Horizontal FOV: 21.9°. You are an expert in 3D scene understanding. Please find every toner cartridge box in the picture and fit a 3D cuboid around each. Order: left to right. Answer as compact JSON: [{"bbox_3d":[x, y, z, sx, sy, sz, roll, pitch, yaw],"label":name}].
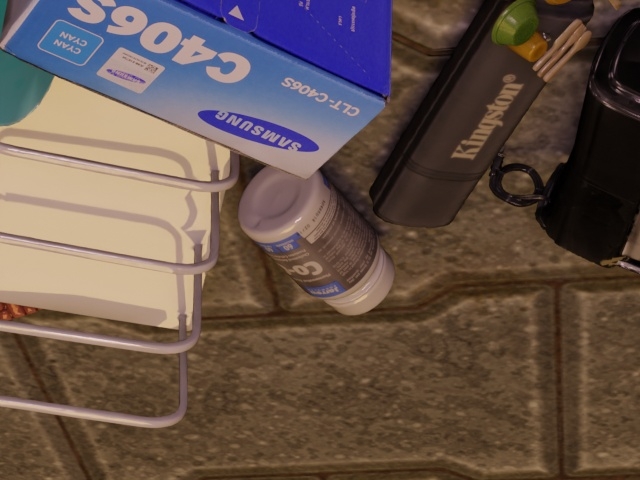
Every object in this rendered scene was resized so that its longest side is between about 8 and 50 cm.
[{"bbox_3d":[-0.048,-0.212,0.823,0.165,0.348,0.075,22,141,-24],"label":"toner cartridge box"}]

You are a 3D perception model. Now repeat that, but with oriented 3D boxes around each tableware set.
[{"bbox_3d":[0.175,-0.177,1.074,0.154,0.024,0.104,-47,153,8],"label":"tableware set"}]

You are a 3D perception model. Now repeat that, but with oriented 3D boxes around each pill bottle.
[{"bbox_3d":[0.000,0.000,1.338,0.078,0.078,0.137,-19,139,25],"label":"pill bottle"}]

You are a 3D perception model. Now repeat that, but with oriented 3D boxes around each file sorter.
[{"bbox_3d":[-0.156,-0.030,1.142,0.192,0.173,0.278,10,119,-10],"label":"file sorter"}]

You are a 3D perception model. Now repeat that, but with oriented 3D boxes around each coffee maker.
[{"bbox_3d":[0.219,-0.069,1.199,0.171,0.120,0.178,4,143,-1],"label":"coffee maker"}]

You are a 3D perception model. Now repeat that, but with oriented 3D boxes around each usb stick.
[{"bbox_3d":[0.114,-0.099,1.225,0.077,0.045,0.278,11,142,-16],"label":"usb stick"}]

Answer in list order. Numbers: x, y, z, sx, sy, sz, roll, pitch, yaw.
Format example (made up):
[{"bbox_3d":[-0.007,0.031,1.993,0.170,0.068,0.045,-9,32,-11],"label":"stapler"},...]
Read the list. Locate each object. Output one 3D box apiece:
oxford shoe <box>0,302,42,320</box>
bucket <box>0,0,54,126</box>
[{"bbox_3d":[-0.311,0.000,1.339,0.396,0.146,0.141,-16,100,5],"label":"oxford shoe"},{"bbox_3d":[-0.241,-0.213,0.921,0.281,0.183,0.281,-1,133,-1],"label":"bucket"}]
